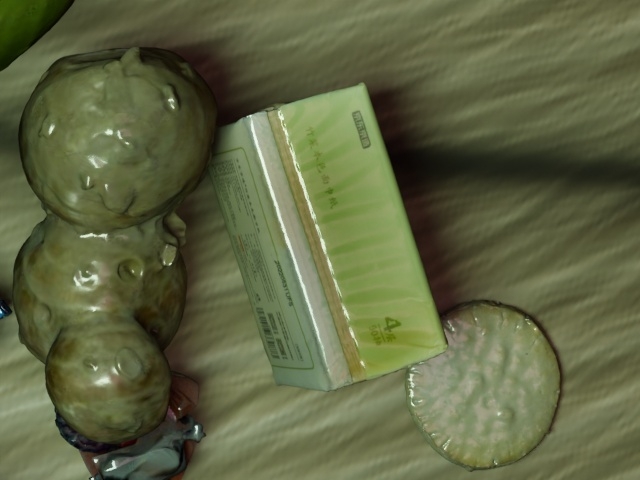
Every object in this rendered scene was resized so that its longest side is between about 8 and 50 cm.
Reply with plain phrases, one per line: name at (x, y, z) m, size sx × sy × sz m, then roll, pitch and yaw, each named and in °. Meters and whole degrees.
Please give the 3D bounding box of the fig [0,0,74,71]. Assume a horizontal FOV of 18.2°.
fig at (-0.320, -0.236, 1.496) m, size 0.316 × 0.316 × 0.316 m, roll 1°, pitch 88°, yaw -17°

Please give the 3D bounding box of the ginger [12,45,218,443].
ginger at (-0.161, 0.000, 1.555) m, size 0.155 × 0.244 × 0.304 m, roll 1°, pitch 95°, yaw -11°

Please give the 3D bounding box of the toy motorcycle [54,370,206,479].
toy motorcycle at (-0.129, 0.193, 1.633) m, size 0.118 × 0.084 × 0.212 m, roll -28°, pitch 104°, yaw -17°

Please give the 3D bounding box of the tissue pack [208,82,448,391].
tissue pack at (0.000, 0.000, 1.637) m, size 0.125 × 0.159 × 0.234 m, roll -18°, pitch 93°, yaw -17°

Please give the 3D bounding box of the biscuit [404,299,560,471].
biscuit at (0.144, 0.126, 1.749) m, size 0.152 × 0.020 × 0.152 m, roll 0°, pitch 88°, yaw -16°

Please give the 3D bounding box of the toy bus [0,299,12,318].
toy bus at (-0.343, 0.088, 1.569) m, size 0.185 × 0.090 × 0.106 m, roll -43°, pitch 99°, yaw -16°
